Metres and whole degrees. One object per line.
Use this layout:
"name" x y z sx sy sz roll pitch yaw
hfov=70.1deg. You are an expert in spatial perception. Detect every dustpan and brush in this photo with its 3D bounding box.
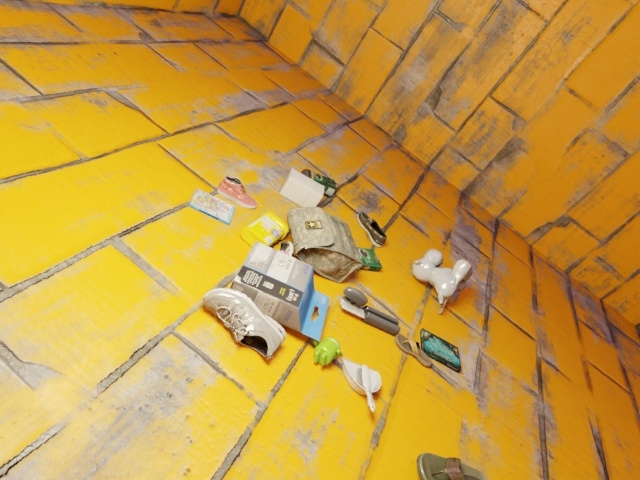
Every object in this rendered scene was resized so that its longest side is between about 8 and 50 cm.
"dustpan and brush" 0.145 0.470 1.477 0.147 0.060 0.211 25 33 -19

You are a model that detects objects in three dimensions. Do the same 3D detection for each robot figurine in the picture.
"robot figurine" 0.022 0.361 1.494 0.101 0.067 0.115 14 24 27

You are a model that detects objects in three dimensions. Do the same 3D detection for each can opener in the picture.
"can opener" 0.195 0.278 1.759 0.280 0.093 0.074 31 31 -18

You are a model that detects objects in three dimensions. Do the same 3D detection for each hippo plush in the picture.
"hippo plush" 0.555 0.178 2.179 0.237 0.234 0.294 33 70 28

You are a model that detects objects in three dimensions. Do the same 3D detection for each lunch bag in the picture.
"lunch bag" 0.000 0.000 1.824 0.287 0.169 0.235 26 31 -35

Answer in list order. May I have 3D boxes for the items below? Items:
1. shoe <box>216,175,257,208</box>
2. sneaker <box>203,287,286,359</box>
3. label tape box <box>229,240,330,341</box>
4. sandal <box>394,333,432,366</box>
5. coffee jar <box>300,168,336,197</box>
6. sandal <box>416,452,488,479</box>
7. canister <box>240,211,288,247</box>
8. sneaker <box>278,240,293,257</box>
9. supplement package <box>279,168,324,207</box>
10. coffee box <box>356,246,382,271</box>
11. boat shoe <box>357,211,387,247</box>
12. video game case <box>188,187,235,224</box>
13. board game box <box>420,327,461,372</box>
"shoe" -0.329 -0.197 1.870 0.178 0.081 0.063 25 33 -18
"sneaker" -0.231 0.245 1.363 0.281 0.105 0.115 34 31 -6
"label tape box" -0.115 0.163 1.542 0.334 0.105 0.240 24 33 -4
"sandal" 0.368 0.419 1.771 0.180 0.049 0.072 38 32 2
"coffee jar" -0.017 -0.290 2.297 0.184 0.079 0.096 20 38 -26
"sandal" 0.415 0.711 1.400 0.303 0.086 0.120 21 35 -24
"canister" -0.217 -0.032 1.773 0.126 0.073 0.170 40 33 5
"sneaker" -0.145 0.061 1.728 0.077 0.072 0.178 12 32 -17
"supplement package" -0.086 -0.236 2.134 0.179 0.105 0.105 29 33 -14
"coffee box" 0.183 0.082 2.042 0.184 0.040 0.113 8 42 -38
"boat shoe" 0.261 -0.069 2.288 0.081 0.068 0.227 5 43 -41
"video game case" -0.416 -0.131 1.762 0.166 0.015 0.119 26 33 -16
"board game box" 0.491 0.449 1.874 0.186 0.026 0.126 30 33 -11
